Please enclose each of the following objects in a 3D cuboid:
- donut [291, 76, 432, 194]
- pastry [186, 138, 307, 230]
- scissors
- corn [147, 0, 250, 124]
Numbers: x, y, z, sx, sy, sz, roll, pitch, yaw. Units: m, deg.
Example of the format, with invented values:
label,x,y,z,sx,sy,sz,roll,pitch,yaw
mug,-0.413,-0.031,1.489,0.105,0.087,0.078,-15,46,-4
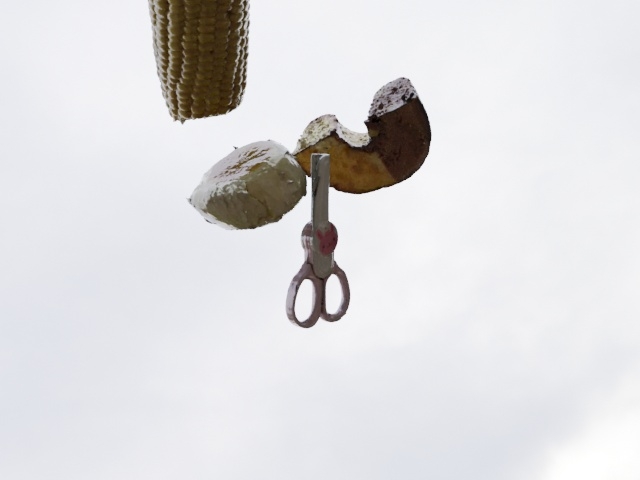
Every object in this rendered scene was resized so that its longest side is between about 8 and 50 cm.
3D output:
label,x,y,z,sx,sy,sz,roll,pitch,yaw
donut,0.074,-0.153,1.350,0.217,0.085,0.141,-19,-52,24
pastry,-0.097,-0.074,1.240,0.165,0.166,0.088,-26,-65,2
scissors,0.000,0.000,1.252,0.118,0.030,0.242,-6,-80,-46
corn,-0.154,-0.318,1.147,0.144,0.144,0.387,-13,-48,-13
